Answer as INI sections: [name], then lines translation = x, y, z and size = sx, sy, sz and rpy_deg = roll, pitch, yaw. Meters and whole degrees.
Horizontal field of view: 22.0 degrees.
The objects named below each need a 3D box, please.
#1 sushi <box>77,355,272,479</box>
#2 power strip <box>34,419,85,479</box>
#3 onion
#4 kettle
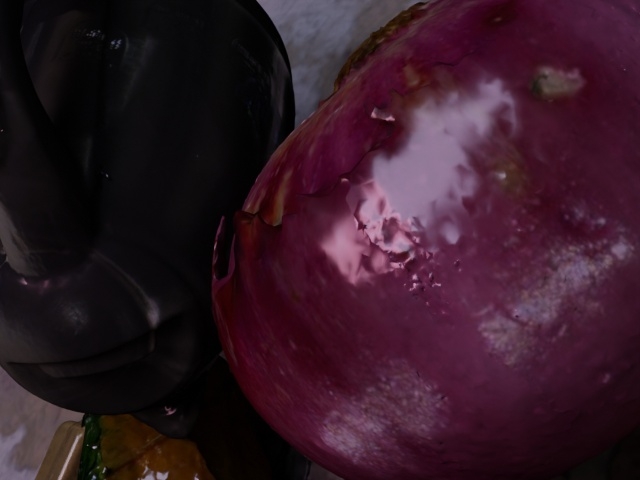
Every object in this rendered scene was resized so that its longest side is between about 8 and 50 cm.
[sushi]
translation = -0.113, 0.172, 1.120
size = 0.140, 0.149, 0.287
rpy_deg = -41, 50, 20
[power strip]
translation = -0.217, 0.269, 1.221
size = 0.044, 0.064, 0.305
rpy_deg = 9, 72, 48
[onion]
translation = 0.111, 0.009, 0.912
size = 0.358, 0.358, 0.344
rpy_deg = -11, 101, 38
[kettle]
translation = -0.143, -0.056, 1.050
size = 0.228, 0.320, 0.324
rpy_deg = -14, 33, 9
